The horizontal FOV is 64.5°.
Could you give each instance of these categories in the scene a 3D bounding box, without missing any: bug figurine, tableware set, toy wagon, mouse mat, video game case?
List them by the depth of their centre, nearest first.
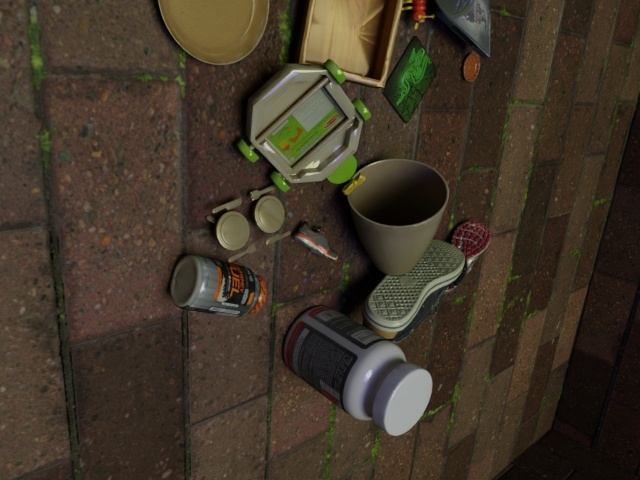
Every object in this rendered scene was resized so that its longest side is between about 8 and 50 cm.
[{"bbox_3d":[-0.014,-0.227,1.141,0.267,0.068,0.344,-40,135,7],"label":"toy wagon"},{"bbox_3d":[-0.163,-0.042,1.150,0.194,0.039,0.128,-28,109,-40],"label":"tableware set"},{"bbox_3d":[0.174,-0.609,1.213,0.279,0.072,0.216,-26,123,-34],"label":"bug figurine"},{"bbox_3d":[0.398,-0.650,1.398,0.274,0.026,0.196,13,77,-44],"label":"video game case"},{"bbox_3d":[0.249,-0.441,1.400,0.152,0.007,0.190,37,80,-45],"label":"mouse mat"}]

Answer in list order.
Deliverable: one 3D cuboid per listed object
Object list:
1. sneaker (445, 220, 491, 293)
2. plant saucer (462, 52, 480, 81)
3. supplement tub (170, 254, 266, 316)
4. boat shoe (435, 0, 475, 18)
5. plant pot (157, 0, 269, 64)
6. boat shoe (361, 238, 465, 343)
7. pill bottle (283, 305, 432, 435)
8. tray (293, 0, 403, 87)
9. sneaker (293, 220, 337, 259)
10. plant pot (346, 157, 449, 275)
[{"bbox_3d":[0.480,0.054,1.760,0.299,0.120,0.112,-50,162,-18],"label":"sneaker"},{"bbox_3d":[0.460,-0.532,1.556,0.083,0.013,0.084,-18,117,-38],"label":"plant saucer"},{"bbox_3d":[-0.217,0.103,1.104,0.190,0.117,0.117,18,94,-46],"label":"supplement tub"},{"bbox_3d":[0.299,-0.703,1.223,0.321,0.118,0.103,66,24,-14],"label":"boat shoe"},{"bbox_3d":[-0.201,-0.455,0.952,0.236,0.032,0.236,-19,119,-38],"label":"plant pot"},{"bbox_3d":[0.279,0.146,1.535,0.500,0.186,0.156,-38,149,-43],"label":"boat shoe"},{"bbox_3d":[0.089,0.328,1.306,0.210,0.363,0.210,-18,118,-37],"label":"pill bottle"},{"bbox_3d":[0.079,-0.559,1.090,0.202,0.076,0.411,8,103,-17],"label":"tray"},{"bbox_3d":[0.000,0.000,1.309,0.158,0.061,0.065,35,75,-46],"label":"sneaker"},{"bbox_3d":[0.205,-0.038,1.382,0.256,0.256,0.274,-39,146,-25],"label":"plant pot"}]
